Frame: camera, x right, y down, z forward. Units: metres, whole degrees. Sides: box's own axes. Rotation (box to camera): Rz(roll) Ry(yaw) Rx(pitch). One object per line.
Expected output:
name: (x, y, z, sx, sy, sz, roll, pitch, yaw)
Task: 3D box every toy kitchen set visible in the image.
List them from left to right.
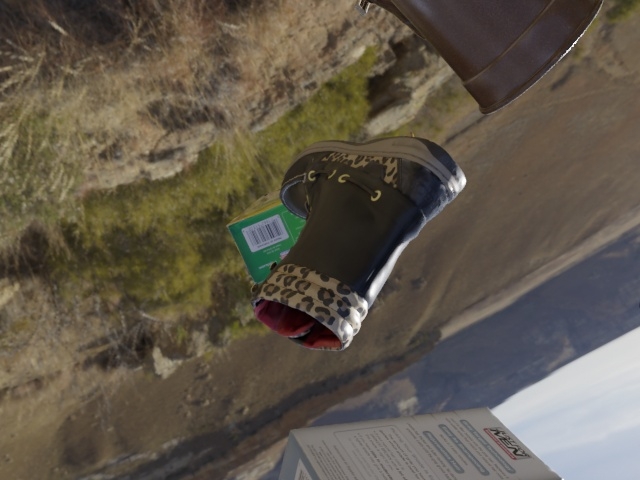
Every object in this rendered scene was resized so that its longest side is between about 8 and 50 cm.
toy kitchen set: (0.150, -0.642, 1.703, 0.068, 0.075, 0.083, 36, 147, -32)

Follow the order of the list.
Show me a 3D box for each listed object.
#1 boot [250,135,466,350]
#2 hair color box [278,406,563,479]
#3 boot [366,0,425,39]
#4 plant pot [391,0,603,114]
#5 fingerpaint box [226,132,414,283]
boot: (0.000, 0.000, 0.909, 0.377, 0.138, 0.284, 4, -126, 54)
hair color box: (0.147, 0.361, 0.950, 0.375, 0.185, 0.113, 2, 112, -27)
boot: (0.178, -0.504, 1.305, 0.248, 0.207, 0.090, 33, 96, -24)
plant pot: (0.174, -0.251, 0.674, 0.167, 0.165, 0.167, -48, -170, 11)
fingerpaint box: (0.046, -0.088, 1.547, 0.445, 0.163, 0.371, -22, -169, 12)
